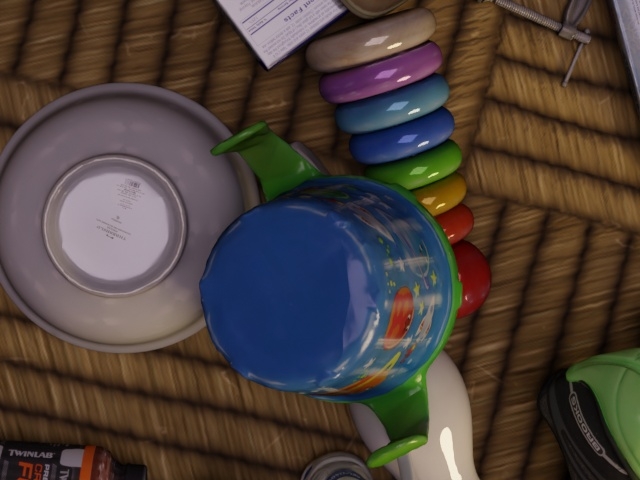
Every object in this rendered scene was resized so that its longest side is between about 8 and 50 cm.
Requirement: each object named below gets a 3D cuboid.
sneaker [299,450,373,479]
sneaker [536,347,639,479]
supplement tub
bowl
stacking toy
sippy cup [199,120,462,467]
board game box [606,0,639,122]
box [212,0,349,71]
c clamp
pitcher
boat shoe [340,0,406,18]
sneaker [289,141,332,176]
[{"bbox_3d":[0.024,0.383,1.307,0.112,0.131,0.296,-9,96,-6],"label":"sneaker"},{"bbox_3d":[0.380,0.318,1.320,0.185,0.202,0.482,-34,109,-34],"label":"sneaker"},{"bbox_3d":[-0.284,0.265,1.283,0.198,0.106,0.106,4,94,-6],"label":"supplement tub"},{"bbox_3d":[-0.206,-0.018,1.254,0.298,0.134,0.297,0,95,-5],"label":"bowl"},{"bbox_3d":[0.096,-0.070,1.286,0.141,0.141,0.330,-18,102,-3],"label":"stacking toy"},{"bbox_3d":[-0.001,0.048,1.140,0.306,0.224,0.240,28,96,14],"label":"sippy cup"},{"bbox_3d":[0.478,-0.248,1.297,0.318,0.066,0.318,-15,96,9],"label":"board game box"},{"bbox_3d":[-0.047,-0.267,1.278,0.126,0.072,0.137,-37,96,-2],"label":"box"},{"bbox_3d":[0.234,-0.265,1.327,0.161,0.022,0.137,28,92,-7],"label":"c clamp"},{"bbox_3d":[0.101,0.212,1.278,0.126,0.178,0.207,-20,98,20],"label":"pitcher"},{"bbox_3d":[0.121,-0.344,1.247,0.104,0.089,0.285,43,75,-13],"label":"boat shoe"},{"bbox_3d":[0.000,0.000,1.306,0.094,0.080,0.212,-29,98,10],"label":"sneaker"}]
